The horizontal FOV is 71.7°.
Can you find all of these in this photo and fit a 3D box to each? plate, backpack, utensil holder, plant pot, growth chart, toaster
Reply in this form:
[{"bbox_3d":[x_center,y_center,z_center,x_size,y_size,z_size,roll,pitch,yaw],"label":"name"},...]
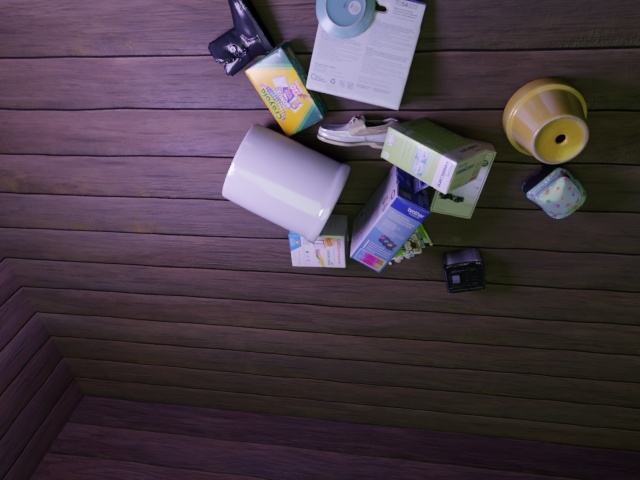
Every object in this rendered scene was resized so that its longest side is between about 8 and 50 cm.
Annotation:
[{"bbox_3d":[0.078,-0.732,1.381,0.187,0.024,0.188,1,107,5],"label":"plate"},{"bbox_3d":[0.875,-0.174,1.633,0.188,0.144,0.166,33,119,-17],"label":"backpack"},{"bbox_3d":[-0.130,-0.215,1.664,0.385,0.328,0.328,25,126,-6],"label":"utensil holder"},{"bbox_3d":[0.751,-0.373,1.450,0.253,0.239,0.254,4,126,6],"label":"plant pot"},{"bbox_3d":[0.367,0.014,1.931,0.237,0.021,0.172,-27,116,28],"label":"growth chart"},{"bbox_3d":[0.617,0.129,1.915,0.167,0.110,0.186,-10,123,16],"label":"toaster"}]

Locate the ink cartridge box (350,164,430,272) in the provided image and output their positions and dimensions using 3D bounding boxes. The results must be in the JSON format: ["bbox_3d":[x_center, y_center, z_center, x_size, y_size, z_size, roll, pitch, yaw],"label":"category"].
[{"bbox_3d":[0.277,-0.111,1.701,0.151,0.270,0.396,25,126,-11],"label":"ink cartridge box"}]

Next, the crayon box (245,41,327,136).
[{"bbox_3d":[-0.117,-0.531,1.577,0.165,0.081,0.279,-20,120,28],"label":"crayon box"}]

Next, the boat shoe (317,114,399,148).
[{"bbox_3d":[0.141,-0.407,1.619,0.301,0.113,0.104,2,125,-5],"label":"boat shoe"}]

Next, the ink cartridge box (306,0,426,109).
[{"bbox_3d":[0.144,-0.631,1.455,0.323,0.071,0.331,14,107,0],"label":"ink cartridge box"}]

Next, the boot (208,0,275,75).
[{"bbox_3d":[-0.299,-0.701,1.484,0.207,0.094,0.247,-22,125,19],"label":"boot"}]

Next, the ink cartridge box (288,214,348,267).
[{"bbox_3d":[0.000,0.000,1.893,0.232,0.168,0.171,1,125,9],"label":"ink cartridge box"}]

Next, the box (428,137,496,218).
[{"bbox_3d":[0.529,-0.235,1.681,0.168,0.087,0.290,10,126,3],"label":"box"}]

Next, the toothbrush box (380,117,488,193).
[{"bbox_3d":[0.385,-0.298,1.511,0.283,0.206,0.122,36,133,31],"label":"toothbrush box"}]
